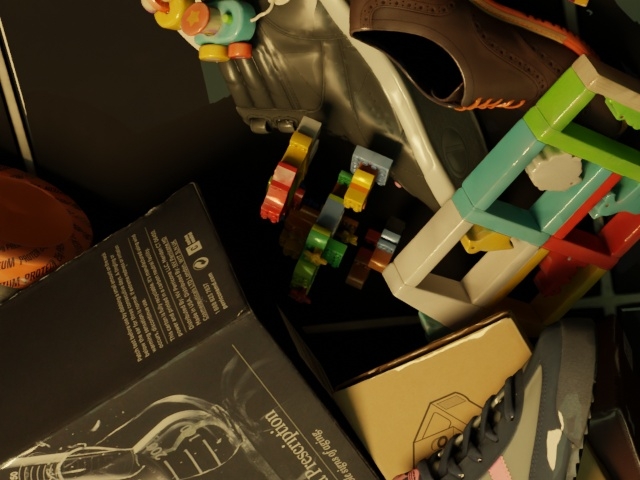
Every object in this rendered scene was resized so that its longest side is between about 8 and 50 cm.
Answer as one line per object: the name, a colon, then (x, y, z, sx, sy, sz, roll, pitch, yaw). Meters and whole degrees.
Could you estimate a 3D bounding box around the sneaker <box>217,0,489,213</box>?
sneaker: (0.026, -0.106, 1.254, 0.147, 0.104, 0.296, -23, 114, 32)

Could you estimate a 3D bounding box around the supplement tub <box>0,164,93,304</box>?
supplement tub: (-0.327, 0.099, 1.355, 0.193, 0.193, 0.316, 25, 117, -2)

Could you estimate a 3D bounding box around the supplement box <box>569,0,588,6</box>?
supplement box: (0.136, -0.267, 1.148, 0.188, 0.081, 0.104, 19, 132, 1)

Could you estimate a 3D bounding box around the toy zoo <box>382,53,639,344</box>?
toy zoo: (0.182, -0.012, 1.239, 0.192, 0.030, 0.293, 16, 125, -40)

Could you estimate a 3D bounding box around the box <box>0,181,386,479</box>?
box: (-0.135, 0.186, 1.259, 0.312, 0.179, 0.343, -31, 131, 3)

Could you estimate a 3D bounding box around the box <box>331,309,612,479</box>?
box: (0.129, 0.171, 1.214, 0.164, 0.021, 0.201, -26, 106, 21)

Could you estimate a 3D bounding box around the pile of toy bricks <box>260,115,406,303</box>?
pile of toy bricks: (0.000, 0.000, 1.241, 0.118, 0.105, 0.212, 24, 159, 5)

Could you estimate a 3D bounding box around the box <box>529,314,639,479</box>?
box: (0.190, 0.197, 1.319, 0.203, 0.168, 0.167, -17, 109, 18)

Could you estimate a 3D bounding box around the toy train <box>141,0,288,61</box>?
toy train: (-0.098, -0.217, 1.192, 0.166, 0.046, 0.125, 47, 117, 31)

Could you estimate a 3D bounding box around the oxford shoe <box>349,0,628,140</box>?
oxford shoe: (0.130, -0.132, 1.183, 0.271, 0.098, 0.097, 29, 156, -22)

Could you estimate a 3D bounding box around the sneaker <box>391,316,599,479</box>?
sneaker: (0.116, 0.189, 1.150, 0.131, 0.112, 0.319, 17, 114, 1)
